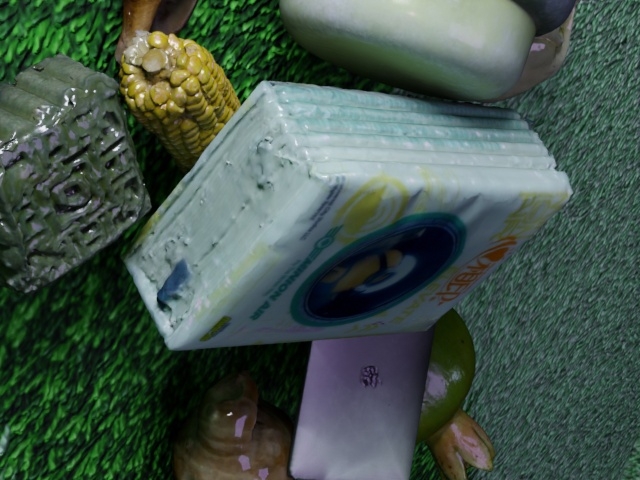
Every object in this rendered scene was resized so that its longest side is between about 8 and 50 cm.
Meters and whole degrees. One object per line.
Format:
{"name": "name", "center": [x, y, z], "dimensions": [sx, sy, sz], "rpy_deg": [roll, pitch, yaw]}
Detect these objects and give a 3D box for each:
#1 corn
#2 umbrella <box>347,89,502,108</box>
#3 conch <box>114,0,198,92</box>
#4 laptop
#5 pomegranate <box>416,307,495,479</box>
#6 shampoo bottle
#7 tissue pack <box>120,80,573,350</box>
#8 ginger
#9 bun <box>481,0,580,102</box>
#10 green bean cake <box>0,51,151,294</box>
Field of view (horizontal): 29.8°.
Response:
{"name": "corn", "center": [-0.122, -0.112, 1.222], "dimensions": [0.101, 0.101, 0.292], "rpy_deg": [-56, 160, -14]}
{"name": "umbrella", "center": [0.133, -0.136, 1.545], "dimensions": [0.357, 0.106, 0.113], "rpy_deg": [-9, 126, -46]}
{"name": "conch", "center": [-0.157, -0.252, 1.136], "dimensions": [0.086, 0.080, 0.233], "rpy_deg": [-21, 153, -32]}
{"name": "laptop", "center": [0.057, 0.167, 1.479], "dimensions": [0.187, 0.015, 0.269], "rpy_deg": [14, 83, -33]}
{"name": "pomegranate", "center": [0.128, 0.210, 1.644], "dimensions": [0.236, 0.302, 0.236], "rpy_deg": [-41, -178, 2]}
{"name": "shampoo bottle", "center": [0.116, -0.323, 1.242], "dimensions": [0.322, 0.322, 0.318], "rpy_deg": [18, 86, -57]}
{"name": "tissue pack", "center": [0.035, -0.020, 1.259], "dimensions": [0.388, 0.162, 0.287], "rpy_deg": [0, 144, -44]}
{"name": "ginger", "center": [-0.115, 0.324, 1.491], "dimensions": [0.256, 0.176, 0.375], "rpy_deg": [-42, 142, -59]}
{"name": "bun", "center": [0.259, -0.301, 1.605], "dimensions": [0.259, 0.160, 0.259], "rpy_deg": [-31, 135, -37]}
{"name": "green bean cake", "center": [-0.250, -0.056, 1.107], "dimensions": [0.173, 0.094, 0.181], "rpy_deg": [-39, 138, -33]}
